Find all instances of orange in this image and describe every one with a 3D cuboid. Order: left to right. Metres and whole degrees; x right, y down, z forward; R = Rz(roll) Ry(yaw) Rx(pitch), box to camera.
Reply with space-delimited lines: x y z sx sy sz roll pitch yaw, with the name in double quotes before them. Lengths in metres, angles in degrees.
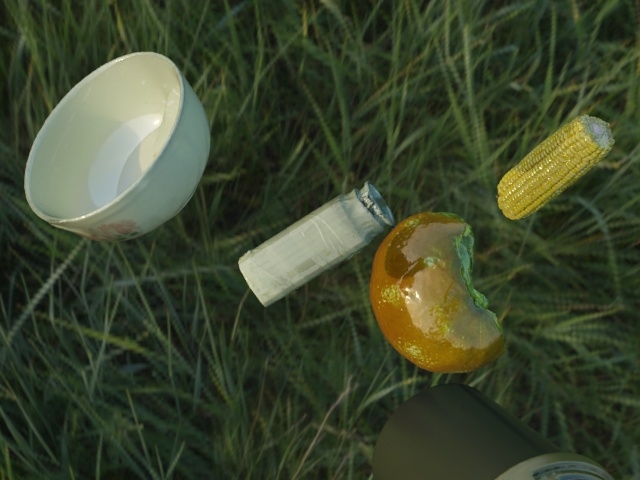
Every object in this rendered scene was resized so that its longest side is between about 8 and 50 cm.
"orange" 0.158 0.082 1.797 0.158 0.179 0.237 -23 102 -26

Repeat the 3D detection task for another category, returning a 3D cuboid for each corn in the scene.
"corn" 0.358 -0.113 1.992 0.081 0.248 0.081 14 57 -23

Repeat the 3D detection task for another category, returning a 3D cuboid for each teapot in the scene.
"teapot" 0.000 0.000 1.652 0.200 0.107 0.077 -31 94 13

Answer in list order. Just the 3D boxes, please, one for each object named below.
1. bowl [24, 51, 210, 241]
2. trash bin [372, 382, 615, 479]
"bowl" -0.259 -0.110 1.761 0.277 0.145 0.277 -20 51 27
"trash bin" 0.208 0.303 1.392 0.214 0.334 0.214 -8 111 -21
